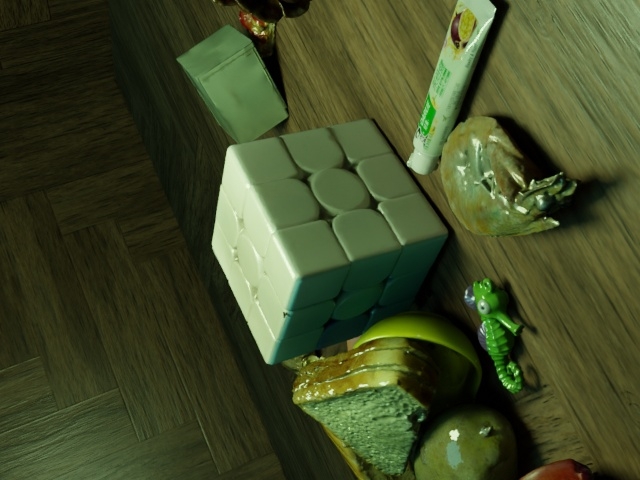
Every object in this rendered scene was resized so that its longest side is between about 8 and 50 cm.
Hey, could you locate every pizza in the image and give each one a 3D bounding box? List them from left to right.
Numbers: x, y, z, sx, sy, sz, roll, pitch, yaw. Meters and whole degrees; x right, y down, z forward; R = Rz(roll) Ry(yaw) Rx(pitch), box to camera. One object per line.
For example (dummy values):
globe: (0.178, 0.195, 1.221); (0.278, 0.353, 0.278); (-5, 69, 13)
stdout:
pizza: (-0.137, -0.497, 1.616); (0.188, 0.062, 0.199); (67, 160, 1)

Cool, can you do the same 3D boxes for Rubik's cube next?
Rubik's cube: (0.000, 0.000, 1.341); (0.291, 0.291, 0.291); (60, 151, 29)

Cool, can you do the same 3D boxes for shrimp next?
shrimp: (0.238, -0.087, 0.993); (0.317, 0.077, 0.168); (179, 75, -73)

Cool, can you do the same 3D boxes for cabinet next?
cabinet: (-0.191, -0.349, 1.715); (0.145, 0.150, 0.206); (46, 170, 48)

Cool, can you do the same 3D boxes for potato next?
potato: (0.251, 0.367, 1.279); (0.251, 0.175, 0.159); (97, -172, -49)

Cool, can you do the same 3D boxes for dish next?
dish: (0.178, 0.212, 1.340); (0.262, 0.221, 0.108); (77, -158, -44)

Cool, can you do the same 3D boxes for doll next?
doll: (0.273, 0.144, 1.156); (0.115, 0.050, 0.190); (-146, 38, -70)

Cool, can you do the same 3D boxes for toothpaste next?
toothpaste: (0.181, -0.213, 1.063); (0.058, 0.056, 0.314); (24, 141, 10)

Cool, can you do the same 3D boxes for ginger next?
ginger: (-0.066, 0.323, 2.160); (0.157, 0.102, 0.216); (60, 159, 7)

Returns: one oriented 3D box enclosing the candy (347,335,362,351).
candy: (0.144, 0.255, 1.540); (0.255, 0.095, 0.255); (54, 155, 39)

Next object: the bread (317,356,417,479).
bread: (0.070, 0.379, 1.546); (0.239, 0.111, 0.246); (61, 169, -21)

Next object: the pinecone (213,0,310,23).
pinecone: (-0.071, -0.476, 1.214); (0.309, 0.244, 0.243); (10, 118, 57)

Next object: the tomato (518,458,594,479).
tomato: (0.310, 0.470, 1.012); (0.290, 0.176, 0.334); (-34, -70, -70)

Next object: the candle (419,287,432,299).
candle: (0.159, 0.043, 1.405); (0.167, 0.021, 0.026); (60, 138, 28)

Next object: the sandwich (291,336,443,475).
sandwich: (0.123, 0.292, 1.288); (0.254, 0.099, 0.288); (-23, 123, 36)
